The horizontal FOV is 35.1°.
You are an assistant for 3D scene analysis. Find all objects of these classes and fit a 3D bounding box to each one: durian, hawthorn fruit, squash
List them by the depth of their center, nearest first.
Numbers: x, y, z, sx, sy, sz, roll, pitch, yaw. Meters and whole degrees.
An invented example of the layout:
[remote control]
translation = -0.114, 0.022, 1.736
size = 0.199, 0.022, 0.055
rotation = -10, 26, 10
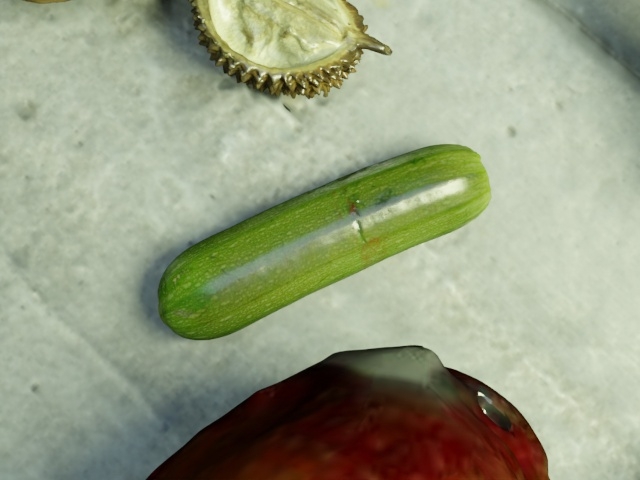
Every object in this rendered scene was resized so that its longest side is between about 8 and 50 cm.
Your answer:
[hawthorn fruit]
translation = 0.013, 0.224, 0.516
size = 0.308, 0.325, 0.308
rotation = 20, 56, -33
[squash]
translation = 0.000, 0.000, 0.655
size = 0.229, 0.066, 0.066
rotation = -23, 80, -1
[durian]
translation = -0.020, -0.138, 0.676
size = 0.140, 0.071, 0.110
rotation = 23, 69, 5

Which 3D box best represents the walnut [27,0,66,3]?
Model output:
[walnut]
translation = -0.154, -0.249, 0.648
size = 0.213, 0.213, 0.213
rotation = -1, 80, 4
